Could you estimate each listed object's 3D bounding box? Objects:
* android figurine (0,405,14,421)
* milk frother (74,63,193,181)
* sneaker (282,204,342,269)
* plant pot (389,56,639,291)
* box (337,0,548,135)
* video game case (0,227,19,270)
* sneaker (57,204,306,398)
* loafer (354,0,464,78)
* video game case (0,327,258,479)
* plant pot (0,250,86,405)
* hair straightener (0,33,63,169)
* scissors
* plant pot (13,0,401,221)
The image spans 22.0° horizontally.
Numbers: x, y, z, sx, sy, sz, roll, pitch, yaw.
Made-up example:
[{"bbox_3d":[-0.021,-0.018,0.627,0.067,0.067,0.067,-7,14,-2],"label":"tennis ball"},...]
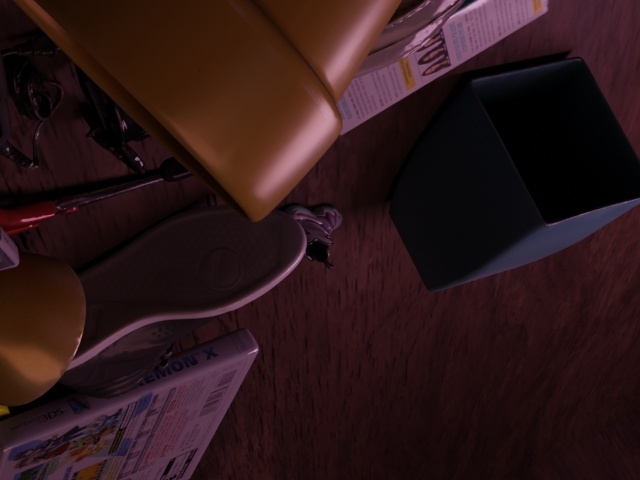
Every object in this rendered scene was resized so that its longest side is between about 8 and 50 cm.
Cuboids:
[{"bbox_3d":[-0.414,0.197,1.586,0.273,0.056,0.248,-25,159,-14],"label":"android figurine"},{"bbox_3d":[-0.112,-0.118,1.246,0.134,0.129,0.143,-24,-158,-17],"label":"milk frother"},{"bbox_3d":[0.000,0.000,1.685,0.038,0.069,0.098,-43,157,30],"label":"sneaker"},{"bbox_3d":[0.186,-0.051,1.712,0.165,0.166,0.234,-15,162,-37],"label":"plant pot"},{"bbox_3d":[0.073,-0.175,1.391,0.244,0.060,0.100,-31,159,-1],"label":"box"},{"bbox_3d":[-0.337,0.003,1.201,0.190,0.022,0.173,-14,157,3],"label":"video game case"},{"bbox_3d":[-0.146,0.059,1.585,0.295,0.105,0.147,-25,161,0],"label":"sneaker"},{"bbox_3d":[0.088,-0.236,1.219,0.319,0.112,0.111,-39,154,1],"label":"loafer"},{"bbox_3d":[-0.237,0.231,1.774,0.300,0.036,0.329,-20,157,-30],"label":"video game case"},{"bbox_3d":[-0.279,0.063,1.382,0.134,0.134,0.095,-38,142,18],"label":"plant pot"},{"bbox_3d":[-0.217,-0.107,1.165,0.089,0.047,0.230,-28,160,-7],"label":"hair straightener"},{"bbox_3d":[-0.233,-0.023,1.380,0.109,0.021,0.297,-27,176,37],"label":"scissors"},{"bbox_3d":[-0.048,-0.180,0.981,0.239,0.254,0.254,-46,160,-3],"label":"plant pot"}]
